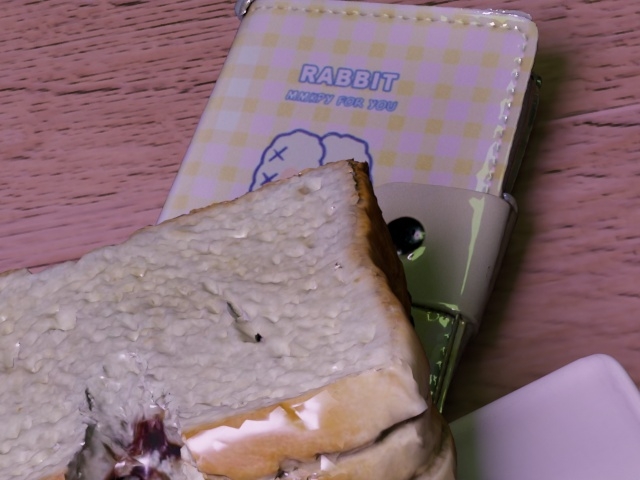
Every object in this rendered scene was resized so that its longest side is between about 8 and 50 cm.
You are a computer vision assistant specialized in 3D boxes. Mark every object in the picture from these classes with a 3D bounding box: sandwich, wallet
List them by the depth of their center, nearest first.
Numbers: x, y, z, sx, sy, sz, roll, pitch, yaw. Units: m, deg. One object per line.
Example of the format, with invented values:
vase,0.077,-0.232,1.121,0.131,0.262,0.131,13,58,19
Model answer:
sandwich,-0.082,0.079,0.779,0.273,0.095,0.249,-18,25,1
wallet,0.000,0.000,1.015,0.223,0.077,0.309,10,64,19

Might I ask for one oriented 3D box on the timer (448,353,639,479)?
timer,0.098,0.201,0.799,0.195,0.192,0.194,-26,57,-6
